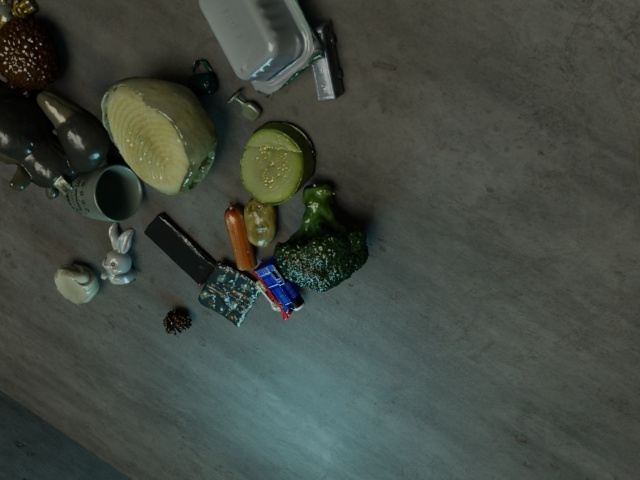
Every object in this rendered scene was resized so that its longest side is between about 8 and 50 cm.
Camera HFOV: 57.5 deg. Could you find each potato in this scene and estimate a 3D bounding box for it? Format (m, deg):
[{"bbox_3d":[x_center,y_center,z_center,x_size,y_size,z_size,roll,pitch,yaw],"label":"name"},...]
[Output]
[{"bbox_3d":[-0.186,-0.058,1.803,0.107,0.080,0.170,24,130,23],"label":"potato"}]

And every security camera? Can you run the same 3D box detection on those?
[{"bbox_3d":[-0.209,-0.376,1.633,0.092,0.058,0.058,42,130,-20],"label":"security camera"}]

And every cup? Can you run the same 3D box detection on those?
[{"bbox_3d":[-0.749,-0.196,1.935,0.234,0.186,0.257,7,113,32],"label":"cup"}]

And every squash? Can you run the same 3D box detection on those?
[{"bbox_3d":[-0.131,-0.224,1.644,0.220,0.133,0.220,12,119,22],"label":"squash"}]

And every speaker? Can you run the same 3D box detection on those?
[{"bbox_3d":[-0.330,-0.455,1.639,0.076,0.060,0.094,2,86,25],"label":"speaker"}]

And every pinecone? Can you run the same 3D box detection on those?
[{"bbox_3d":[-0.540,0.305,2.199,0.110,0.102,0.102,-20,110,22],"label":"pinecone"}]

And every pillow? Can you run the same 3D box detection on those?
[{"bbox_3d":[-0.320,0.188,2.047,0.189,0.034,0.255,32,132,-3],"label":"pillow"}]

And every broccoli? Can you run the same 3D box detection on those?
[{"bbox_3d":[0.000,0.000,1.663,0.298,0.298,0.297,-9,76,31],"label":"broccoli"}]

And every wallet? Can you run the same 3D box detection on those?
[{"bbox_3d":[-0.488,0.034,2.041,0.285,0.030,0.146,44,134,-8],"label":"wallet"}]

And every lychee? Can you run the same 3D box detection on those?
[{"bbox_3d":[-0.887,-0.550,1.761,0.200,0.200,0.238,26,126,9],"label":"lychee"}]

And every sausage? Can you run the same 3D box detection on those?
[{"bbox_3d":[-0.260,-0.018,1.869,0.071,0.071,0.234,3,121,24],"label":"sausage"}]

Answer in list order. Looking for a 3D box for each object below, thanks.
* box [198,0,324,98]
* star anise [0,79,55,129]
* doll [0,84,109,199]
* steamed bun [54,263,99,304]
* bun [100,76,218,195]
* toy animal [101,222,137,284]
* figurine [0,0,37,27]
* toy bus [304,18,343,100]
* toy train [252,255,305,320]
[{"bbox_3d":[-0.175,-0.532,1.423,0.264,0.106,0.336,-23,99,45],"label":"box"},{"bbox_3d":[-0.992,-0.446,1.933,0.272,0.102,0.271,12,127,17],"label":"star anise"},{"bbox_3d":[-0.842,-0.341,1.755,0.379,0.252,0.382,-29,120,17],"label":"doll"},{"bbox_3d":[-0.958,0.165,2.310,0.183,0.106,0.182,14,129,17],"label":"steamed bun"},{"bbox_3d":[-0.439,-0.316,1.678,0.364,0.202,0.364,24,139,23],"label":"bun"},{"bbox_3d":[-0.742,0.055,2.123,0.104,0.131,0.220,21,126,31],"label":"toy animal"},{"bbox_3d":[-0.924,-0.685,1.772,0.143,0.068,0.101,2,130,6],"label":"figurine"},{"bbox_3d":[0.008,-0.447,1.457,0.064,0.075,0.190,1,122,26],"label":"toy bus"},{"bbox_3d":[-0.130,0.151,1.907,0.131,0.082,0.204,-23,109,33],"label":"toy train"}]
